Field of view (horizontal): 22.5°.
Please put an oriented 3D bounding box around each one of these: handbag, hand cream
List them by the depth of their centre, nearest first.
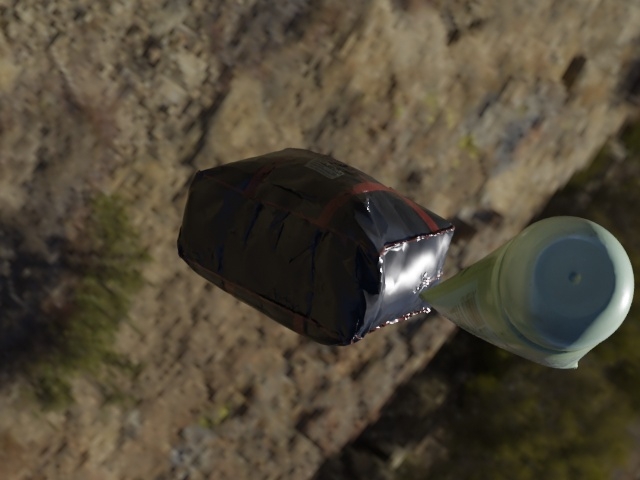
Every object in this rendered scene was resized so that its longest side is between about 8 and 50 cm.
[{"bbox_3d":[0.159,0.054,1.223,0.306,0.147,0.093,113,1,-78],"label":"hand cream"},{"bbox_3d":[0.000,0.000,1.503,0.169,0.215,0.155,-13,125,-59],"label":"handbag"}]
